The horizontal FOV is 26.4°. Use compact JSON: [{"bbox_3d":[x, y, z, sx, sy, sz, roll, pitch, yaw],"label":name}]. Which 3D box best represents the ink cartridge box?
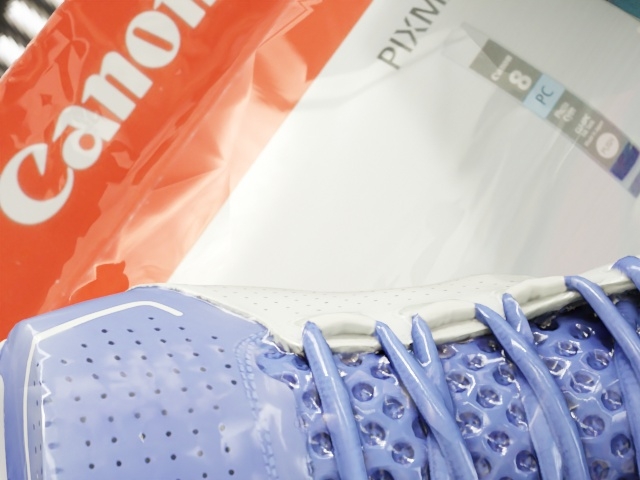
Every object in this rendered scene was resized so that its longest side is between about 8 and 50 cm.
[{"bbox_3d":[0.000,0.000,0.553,0.385,0.308,0.091,40,-11,-22],"label":"ink cartridge box"}]

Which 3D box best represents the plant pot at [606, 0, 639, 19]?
[{"bbox_3d":[0.170,-0.174,0.512,0.234,0.165,0.166,28,-3,45],"label":"plant pot"}]

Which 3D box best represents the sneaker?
[{"bbox_3d":[0.076,0.044,0.384,0.182,0.315,0.127,-39,-126,45],"label":"sneaker"}]
